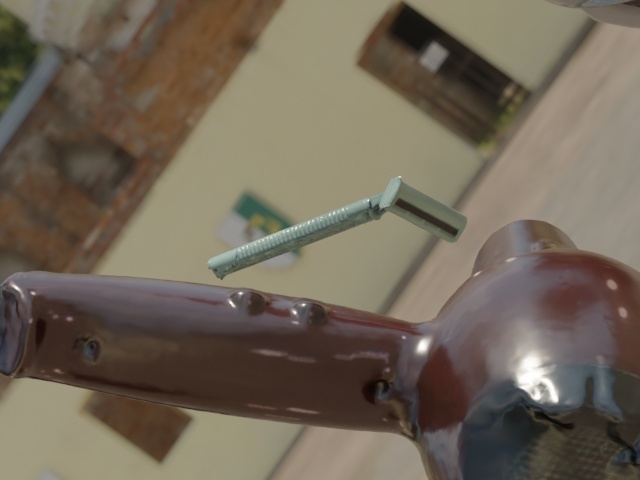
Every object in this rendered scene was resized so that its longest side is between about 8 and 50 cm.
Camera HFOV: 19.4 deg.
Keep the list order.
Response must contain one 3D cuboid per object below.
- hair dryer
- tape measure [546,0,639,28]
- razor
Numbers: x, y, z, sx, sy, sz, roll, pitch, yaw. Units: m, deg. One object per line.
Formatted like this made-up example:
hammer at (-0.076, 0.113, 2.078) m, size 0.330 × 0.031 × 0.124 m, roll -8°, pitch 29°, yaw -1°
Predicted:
hair dryer at (-0.011, 0.035, 0.800) m, size 0.312 × 0.341 × 0.123 m, roll -101°, pitch 21°, yaw -75°
tape measure at (0.195, -0.201, 1.111) m, size 0.197 × 0.236 × 0.120 m, roll 60°, pitch -143°, yaw -61°
razor at (0.000, -0.007, 1.400) m, size 0.211 × 0.084 × 0.035 m, roll -14°, pitch 62°, yaw 37°
